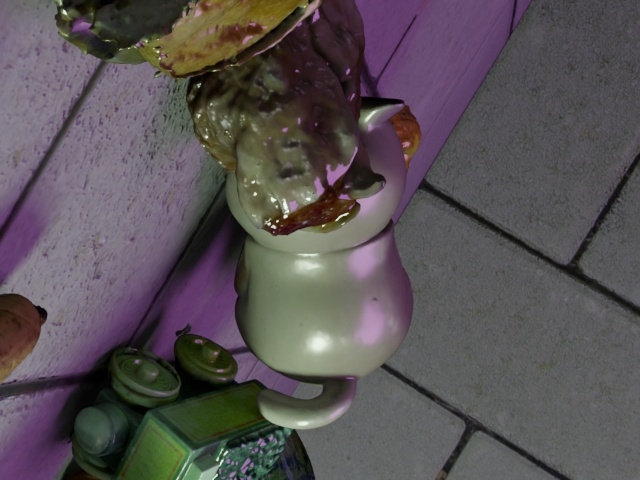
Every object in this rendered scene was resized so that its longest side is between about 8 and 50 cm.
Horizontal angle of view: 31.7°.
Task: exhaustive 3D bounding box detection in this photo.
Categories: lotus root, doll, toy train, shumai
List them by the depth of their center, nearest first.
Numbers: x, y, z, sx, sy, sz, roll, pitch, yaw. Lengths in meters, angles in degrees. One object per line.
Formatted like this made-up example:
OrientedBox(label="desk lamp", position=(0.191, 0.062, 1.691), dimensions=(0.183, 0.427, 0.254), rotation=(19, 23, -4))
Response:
OrientedBox(label="lotus root", position=(-0.249, 0.079, 0.818), dimensions=(0.072, 0.063, 0.152), rotation=(-33, -173, 19))
OrientedBox(label="shumai", position=(-0.006, -0.117, 1.022), dimensions=(0.184, 0.185, 0.218), rotation=(-24, 147, -50))
OrientedBox(label="doll", position=(0.000, 0.003, 1.295), dimensions=(0.226, 0.215, 0.370), rotation=(-91, 178, -67))
OrientedBox(label="toy train", position=(-0.161, 0.221, 1.314), dimensions=(0.271, 0.188, 0.159), rotation=(-5, 128, -59))

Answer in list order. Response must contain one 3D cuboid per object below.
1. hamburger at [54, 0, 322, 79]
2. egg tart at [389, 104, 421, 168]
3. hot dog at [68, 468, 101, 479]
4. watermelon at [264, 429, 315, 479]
OrientedBox(label="hamburger", position=(-0.033, -0.224, 0.705), dimensions=(0.309, 0.132, 0.211), rotation=(-45, 174, 3))
OrientedBox(label="egg tart", position=(0.009, -0.050, 1.568), dimensions=(0.352, 0.150, 0.352), rotation=(-55, 165, -23))
OrientedBox(label="hot dog", position=(-0.250, 0.364, 1.463), dimensions=(0.259, 0.175, 0.114), rotation=(93, 12, -74))
OrientedBox(label="watermelon", position=(-0.123, 0.309, 1.529), dimensions=(0.224, 0.305, 0.180), rotation=(-46, 168, -53))
